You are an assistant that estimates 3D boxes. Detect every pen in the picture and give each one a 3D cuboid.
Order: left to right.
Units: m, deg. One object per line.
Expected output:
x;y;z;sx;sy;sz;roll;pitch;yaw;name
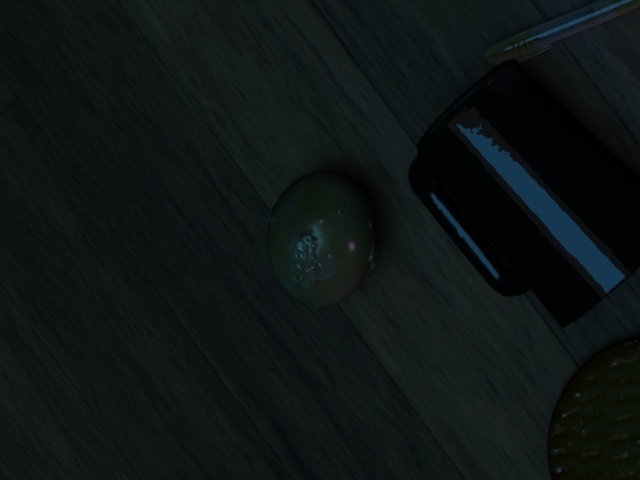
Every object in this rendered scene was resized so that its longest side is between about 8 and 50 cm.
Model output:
0.324;-0.277;1.524;0.233;0.032;0.040;-18;120;25;pen

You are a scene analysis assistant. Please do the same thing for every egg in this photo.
0.001;-0.001;1.662;0.164;0.164;0.201;11;110;19;egg

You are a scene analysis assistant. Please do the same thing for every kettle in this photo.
0.285;-0.059;1.537;0.203;0.262;0.308;-41;82;-9;kettle

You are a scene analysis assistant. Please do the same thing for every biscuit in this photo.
0.450;0.281;1.550;0.318;0.040;0.317;-7;77;34;biscuit
